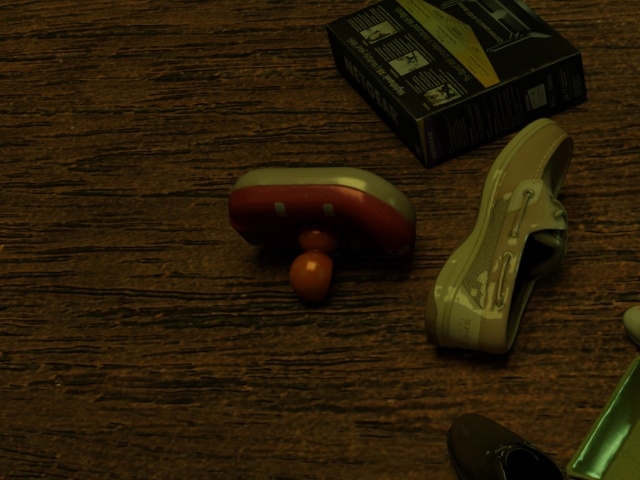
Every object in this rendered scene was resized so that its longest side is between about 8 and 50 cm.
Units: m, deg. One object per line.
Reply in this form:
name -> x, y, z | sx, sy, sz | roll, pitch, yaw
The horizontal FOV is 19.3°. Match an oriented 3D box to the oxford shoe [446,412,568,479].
oxford shoe -> 0.199, 0.229, 1.906 | 0.082, 0.096, 0.227 | -30, 38, -16

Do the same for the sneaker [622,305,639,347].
sneaker -> 0.393, 0.092, 2.030 | 0.057, 0.075, 0.161 | -34, 41, -24

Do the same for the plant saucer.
plant saucer -> 0.373, 0.210, 1.911 | 0.188, 0.045, 0.188 | 12, 45, 31

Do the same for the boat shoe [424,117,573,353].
boat shoe -> 0.236, -0.001, 2.182 | 0.110, 0.122, 0.341 | 13, 55, 26

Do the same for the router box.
router box -> 0.179, -0.243, 2.533 | 0.243, 0.081, 0.309 | -23, 38, -11

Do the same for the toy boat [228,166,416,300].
toy boat -> 0.000, 0.000, 2.261 | 0.231, 0.151, 0.151 | 0, 69, 20
